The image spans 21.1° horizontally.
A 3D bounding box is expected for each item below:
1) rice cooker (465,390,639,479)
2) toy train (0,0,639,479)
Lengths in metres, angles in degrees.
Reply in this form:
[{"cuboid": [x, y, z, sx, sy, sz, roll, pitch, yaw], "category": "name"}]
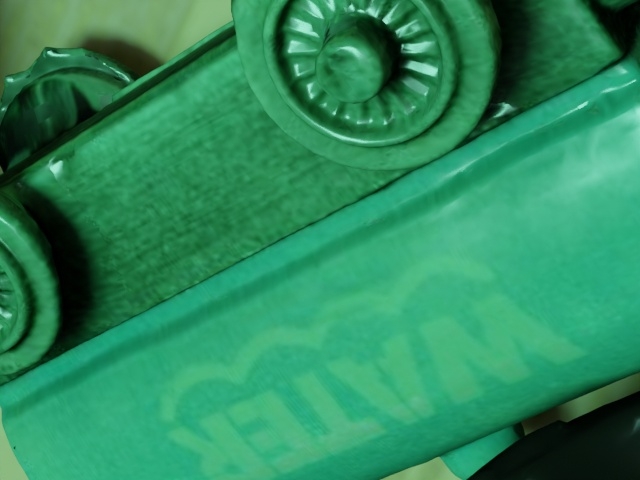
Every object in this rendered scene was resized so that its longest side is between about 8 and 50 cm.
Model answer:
[{"cuboid": [0.119, 0.145, 0.329, 0.267, 0.267, 0.224, -19, 108, 30], "category": "rice cooker"}, {"cuboid": [0.000, 0.000, 0.427, 0.248, 0.101, 0.159, -28, 109, 33], "category": "toy train"}]
